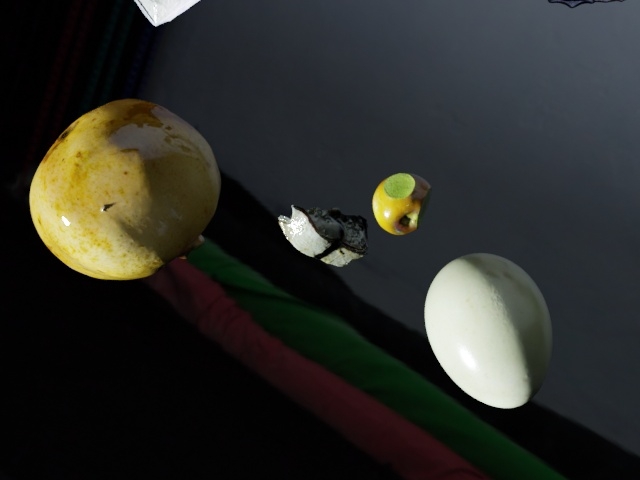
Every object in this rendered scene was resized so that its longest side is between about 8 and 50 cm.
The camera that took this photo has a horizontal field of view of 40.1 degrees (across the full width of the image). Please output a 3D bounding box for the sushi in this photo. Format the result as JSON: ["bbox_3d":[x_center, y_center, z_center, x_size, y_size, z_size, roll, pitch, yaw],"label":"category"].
[{"bbox_3d":[0.012,-0.007,1.959,0.273,0.134,0.109,23,-128,-65],"label":"sushi"}]

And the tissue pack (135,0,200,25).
[{"bbox_3d":[-0.400,-0.779,2.527,0.160,0.242,0.338,54,-162,-26],"label":"tissue pack"}]

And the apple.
[{"bbox_3d":[0.223,-0.094,2.363,0.163,0.146,0.147,-7,-134,10],"label":"apple"}]

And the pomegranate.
[{"bbox_3d":[-0.407,-0.096,1.883,0.417,0.416,0.416,21,-161,-8],"label":"pomegranate"}]

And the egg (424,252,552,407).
[{"bbox_3d":[0.262,0.138,1.356,0.189,0.188,0.253,11,-128,-32],"label":"egg"}]

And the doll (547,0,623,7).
[{"bbox_3d":[0.606,-0.570,1.969,0.249,0.088,0.127,4,161,19],"label":"doll"}]
